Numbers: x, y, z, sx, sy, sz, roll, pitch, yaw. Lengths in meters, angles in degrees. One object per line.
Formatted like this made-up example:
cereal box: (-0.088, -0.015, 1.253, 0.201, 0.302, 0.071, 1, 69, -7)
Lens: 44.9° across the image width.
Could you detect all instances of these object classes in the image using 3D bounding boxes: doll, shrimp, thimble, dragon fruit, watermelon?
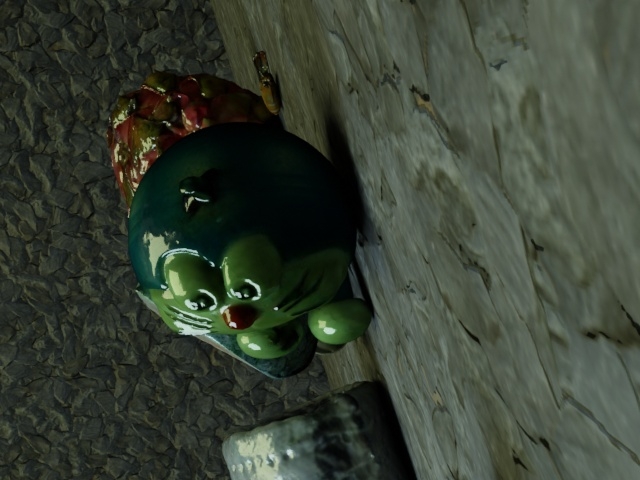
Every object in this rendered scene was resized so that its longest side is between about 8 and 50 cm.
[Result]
doll: (-0.062, 0.005, 0.719, 0.322, 0.198, 0.186, 63, -165, -71)
shrimp: (-0.077, -0.226, 1.080, 0.127, 0.025, 0.091, 93, 161, -85)
thimble: (0.000, 0.280, 0.970, 0.157, 0.217, 0.245, 68, 159, 9)
dragon fruit: (-0.167, -0.142, 1.276, 0.263, 0.296, 0.314, -9, 97, 51)
watermelon: (-0.070, 0.044, 0.965, 0.322, 0.188, 0.175, -28, -40, -73)

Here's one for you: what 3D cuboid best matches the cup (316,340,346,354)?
cup: (0.007, 0.106, 1.142, 0.116, 0.074, 0.104, -103, 20, -85)
